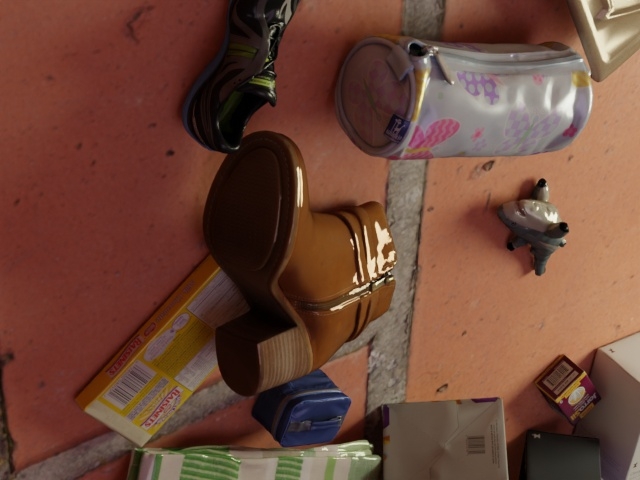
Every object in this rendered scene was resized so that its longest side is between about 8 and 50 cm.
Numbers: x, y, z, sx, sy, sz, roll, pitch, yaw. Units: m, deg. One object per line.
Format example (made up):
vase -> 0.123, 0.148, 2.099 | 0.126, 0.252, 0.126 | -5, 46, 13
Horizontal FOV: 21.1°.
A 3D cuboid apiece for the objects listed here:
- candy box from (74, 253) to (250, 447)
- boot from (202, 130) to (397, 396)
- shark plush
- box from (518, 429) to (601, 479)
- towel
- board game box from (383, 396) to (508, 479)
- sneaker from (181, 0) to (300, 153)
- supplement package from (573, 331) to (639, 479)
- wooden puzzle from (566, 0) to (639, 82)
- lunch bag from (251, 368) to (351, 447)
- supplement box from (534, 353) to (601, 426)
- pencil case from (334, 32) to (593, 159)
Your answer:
candy box -> -0.141, 0.108, 1.702 | 0.206, 0.027, 0.105 | -47, 143, -1
boot -> 0.000, 0.000, 1.671 | 0.220, 0.109, 0.283 | -27, 125, -43
shark plush -> 0.238, -0.011, 1.952 | 0.067, 0.073, 0.161 | -22, 161, 1
box -> 0.296, 0.397, 2.169 | 0.103, 0.261, 0.184 | 4, 129, 4
towel -> -0.082, 0.336, 1.866 | 0.324, 0.038, 0.248 | 5, 99, -38
board game box -> 0.154, 0.330, 2.033 | 0.142, 0.144, 0.275 | -4, 135, 5
sneaker -> -0.056, -0.159, 1.508 | 0.067, 0.078, 0.188 | 7, 117, -46
supplement package -> 0.414, 0.221, 2.246 | 0.105, 0.105, 0.179 | -17, 133, -31
wooden puzzle -> 0.345, -0.362, 1.706 | 0.322, 0.080, 0.348 | -41, 146, -7
lunch bag -> -0.015, 0.184, 1.854 | 0.098, 0.065, 0.067 | -3, 125, -41
supplement box -> 0.314, 0.190, 2.177 | 0.055, 0.043, 0.083 | -45, 142, -4
pencil case -> 0.143, -0.143, 1.675 | 0.273, 0.113, 0.124 | -2, 129, -42
